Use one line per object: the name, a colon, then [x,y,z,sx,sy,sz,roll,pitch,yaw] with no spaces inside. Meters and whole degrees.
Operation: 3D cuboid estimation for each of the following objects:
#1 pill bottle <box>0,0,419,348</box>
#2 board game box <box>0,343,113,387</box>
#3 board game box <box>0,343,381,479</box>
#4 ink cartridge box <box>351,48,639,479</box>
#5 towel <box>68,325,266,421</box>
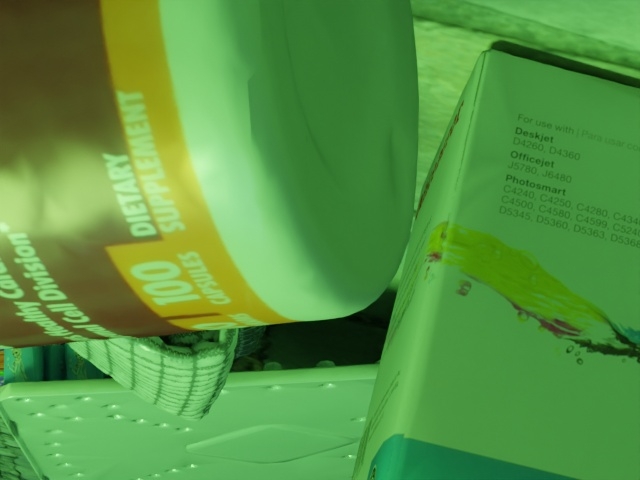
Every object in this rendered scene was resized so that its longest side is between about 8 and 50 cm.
pill bottle: [-0.173,-0.061,0.666,0.392,0.224,0.224,-6,153,19]
board game box: [-0.285,0.060,1.196,0.347,0.078,0.233,5,158,-21]
board game box: [-0.042,0.144,1.278,0.390,0.050,0.390,-3,160,-4]
ink cartridge box: [0.134,0.077,0.835,0.197,0.270,0.198,14,159,-1]
towel: [-0.153,-0.022,0.929,0.283,0.121,0.235,35,167,2]
